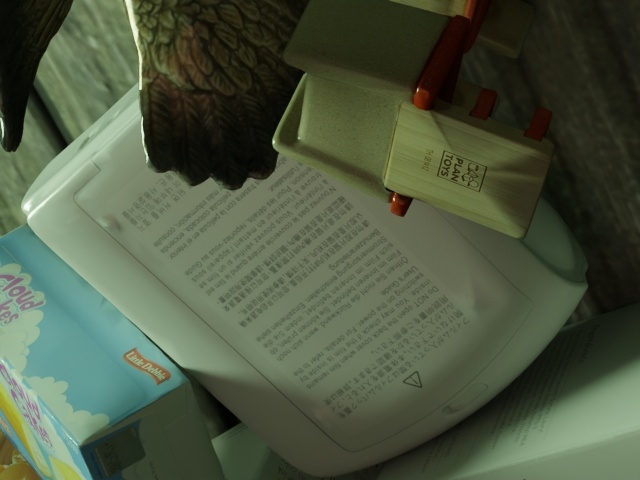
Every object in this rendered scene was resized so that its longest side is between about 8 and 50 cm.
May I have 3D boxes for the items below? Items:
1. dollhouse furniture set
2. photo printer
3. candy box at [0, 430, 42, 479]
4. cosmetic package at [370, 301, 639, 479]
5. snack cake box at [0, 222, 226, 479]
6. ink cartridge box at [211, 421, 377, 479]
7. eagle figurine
[{"bbox_3d":[0.084,-0.135,0.954,0.135,0.259,0.262,20,145,7],"label":"dollhouse furniture set"},{"bbox_3d":[0.000,0.000,1.189,0.307,0.107,0.256,43,116,-14],"label":"photo printer"},{"bbox_3d":[-0.310,0.197,1.473,0.316,0.183,0.087,16,132,12],"label":"candy box"},{"bbox_3d":[0.250,0.156,1.200,0.385,0.156,0.217,-23,114,38],"label":"cosmetic package"},{"bbox_3d":[-0.168,0.116,1.310,0.264,0.089,0.152,37,152,50],"label":"snack cake box"},{"bbox_3d":[-0.043,0.308,1.325,0.207,0.353,0.119,45,132,-16],"label":"ink cartridge box"},{"bbox_3d":[-0.127,-0.185,1.010,0.298,0.226,0.225,54,162,31],"label":"eagle figurine"}]
